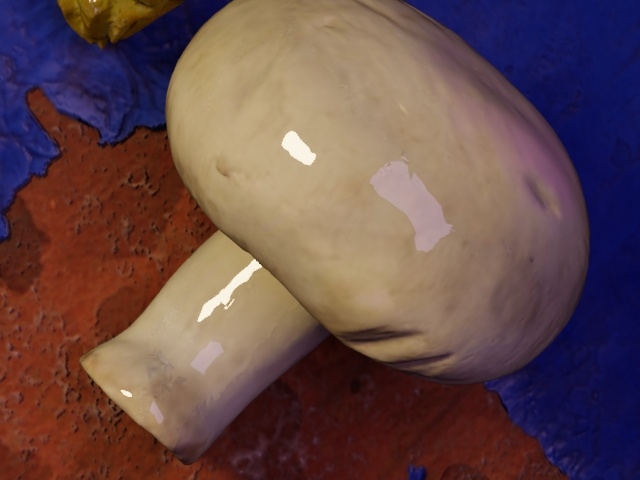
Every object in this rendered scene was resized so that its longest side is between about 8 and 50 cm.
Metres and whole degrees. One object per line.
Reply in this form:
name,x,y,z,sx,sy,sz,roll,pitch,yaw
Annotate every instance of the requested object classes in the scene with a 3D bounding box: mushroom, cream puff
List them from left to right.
cream puff,-0.139,-0.209,1.314,0.146,0.116,0.146,26,48,-32
mushroom,0.014,-0.030,1.277,0.356,0.315,0.315,-24,98,-33
